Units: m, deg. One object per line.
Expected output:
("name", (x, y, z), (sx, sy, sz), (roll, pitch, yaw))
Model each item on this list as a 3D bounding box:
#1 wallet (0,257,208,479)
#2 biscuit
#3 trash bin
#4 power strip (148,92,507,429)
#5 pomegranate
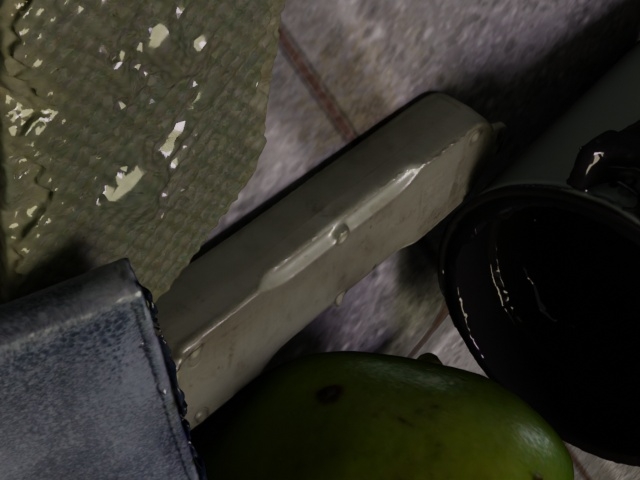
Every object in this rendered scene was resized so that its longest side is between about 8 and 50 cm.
("wallet", (-0.143, 0.100, 0.648), (0.167, 0.036, 0.222), (-21, 146, -10))
("biscuit", (-0.082, -0.056, 0.592), (0.150, 0.052, 0.252), (-29, 147, -36))
("trash bin", (0.241, -0.011, 0.935), (0.262, 0.217, 0.277), (-42, 153, -34))
("power strip", (0.002, 0.001, 0.797), (0.286, 0.048, 0.080), (-37, 152, -27))
("pomegranate", (0.006, 0.181, 0.871), (0.358, 0.216, 0.310), (-67, -177, -59))
